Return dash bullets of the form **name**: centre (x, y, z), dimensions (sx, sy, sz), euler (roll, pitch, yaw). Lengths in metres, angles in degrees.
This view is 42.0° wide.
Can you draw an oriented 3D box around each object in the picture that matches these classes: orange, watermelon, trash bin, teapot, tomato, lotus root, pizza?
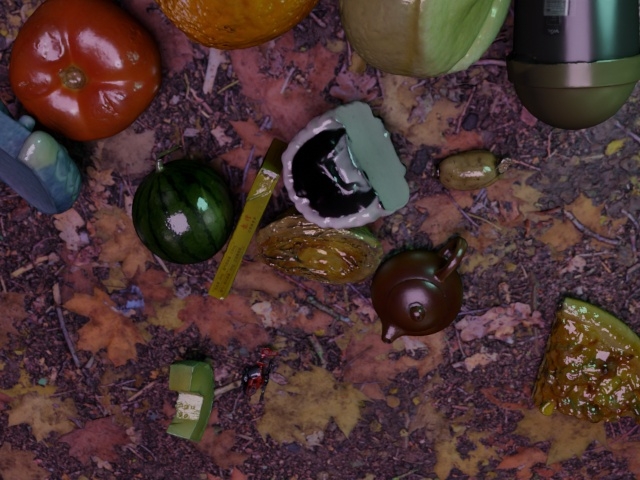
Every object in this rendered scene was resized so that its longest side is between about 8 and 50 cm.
- **orange**: centre (-0.128, -0.462, 1.245), dimensions (0.293, 0.341, 0.340), euler (-35, 111, -17)
- **watermelon**: centre (-0.256, -0.061, 1.521), dimensions (0.188, 0.188, 0.214), euler (-23, 118, 16)
- **trash bin**: centre (0.397, -0.340, 1.307), dimensions (0.214, 0.214, 0.333), euler (-4, 107, 8)
- **teapot**: centre (0.197, 0.097, 1.579), dimensions (0.178, 0.135, 0.252), euler (31, 116, -13)
- **tomato**: centre (-0.396, -0.295, 1.429), dimensions (0.260, 0.180, 0.259), euler (3, 118, 6)
- **lotus root**: centre (0.274, -0.125, 1.502), dimensions (0.152, 0.063, 0.072), euler (-9, 105, 15)
- **pizza**: centre (0.571, 0.246, 1.641), dimensions (0.258, 0.087, 0.268), euler (6, 114, 0)

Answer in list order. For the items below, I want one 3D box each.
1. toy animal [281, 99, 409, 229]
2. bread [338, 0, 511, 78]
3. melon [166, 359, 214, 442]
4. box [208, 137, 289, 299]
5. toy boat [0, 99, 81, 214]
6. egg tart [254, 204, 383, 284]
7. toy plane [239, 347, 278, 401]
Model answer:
- **toy animal**: centre (0.041, -0.125, 1.459), dimensions (0.156, 0.204, 0.208), euler (-22, 98, 36)
- **bread**: centre (0.145, -0.406, 1.239), dimensions (0.237, 0.320, 0.320), euler (15, 120, 30)
- **melon**: centre (-0.276, 0.336, 1.759), dimensions (0.064, 0.118, 0.209), euler (12, 105, 16)
- **box**: centre (-0.131, -0.038, 1.538), dimensions (0.041, 0.153, 0.279), euler (23, 116, -4)
- **toy boat**: centre (-0.504, -0.161, 1.467), dimensions (0.215, 0.330, 0.123), euler (34, 71, 7)
- **egg tart**: centre (0.000, 0.000, 1.563), dimensions (0.252, 0.098, 0.232), euler (-3, 146, 19)
- **toy plane**: centre (-0.132, 0.282, 1.758), dimensions (0.060, 0.037, 0.145), euler (17, 118, -6)
